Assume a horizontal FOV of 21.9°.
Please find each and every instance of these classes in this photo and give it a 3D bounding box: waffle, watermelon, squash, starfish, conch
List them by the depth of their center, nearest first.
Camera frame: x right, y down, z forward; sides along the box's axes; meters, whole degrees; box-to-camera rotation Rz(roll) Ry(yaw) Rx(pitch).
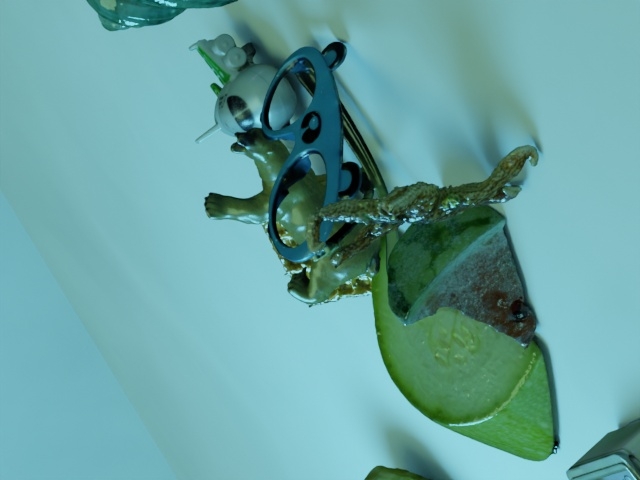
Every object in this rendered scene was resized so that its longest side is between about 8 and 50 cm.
[{"bbox_3d":[0.088,-0.037,1.380,0.210,0.150,0.053,-24,84,30],"label":"starfish"},{"bbox_3d":[0.143,0.018,1.523,0.158,0.121,0.098,14,-159,-28],"label":"watermelon"},{"bbox_3d":[-0.170,-0.275,1.606,0.196,0.134,0.202,52,161,10],"label":"conch"},{"bbox_3d":[0.161,0.124,1.705,0.237,0.155,0.204,40,121,40],"label":"squash"},{"bbox_3d":[0.001,0.000,1.755,0.102,0.042,0.148,-11,123,24],"label":"waffle"}]

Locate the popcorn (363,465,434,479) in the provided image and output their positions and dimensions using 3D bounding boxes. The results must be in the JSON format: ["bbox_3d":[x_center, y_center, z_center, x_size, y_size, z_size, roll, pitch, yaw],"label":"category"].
[{"bbox_3d":[0.113,0.428,2.067,0.286,0.252,0.215,49,121,4],"label":"popcorn"}]

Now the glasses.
[{"bbox_3d":[0.007,-0.048,1.549,0.207,0.102,0.239,66,-166,-49],"label":"glasses"}]

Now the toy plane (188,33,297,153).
[{"bbox_3d":[-0.077,-0.137,1.718,0.174,0.080,0.174,44,157,24],"label":"toy plane"}]

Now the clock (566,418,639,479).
[{"bbox_3d":[0.319,0.252,1.460,0.192,0.071,0.147,52,162,4],"label":"clock"}]

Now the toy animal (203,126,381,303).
[{"bbox_3d":[-0.019,-0.030,1.635,0.219,0.103,0.101,45,139,-14],"label":"toy animal"}]
